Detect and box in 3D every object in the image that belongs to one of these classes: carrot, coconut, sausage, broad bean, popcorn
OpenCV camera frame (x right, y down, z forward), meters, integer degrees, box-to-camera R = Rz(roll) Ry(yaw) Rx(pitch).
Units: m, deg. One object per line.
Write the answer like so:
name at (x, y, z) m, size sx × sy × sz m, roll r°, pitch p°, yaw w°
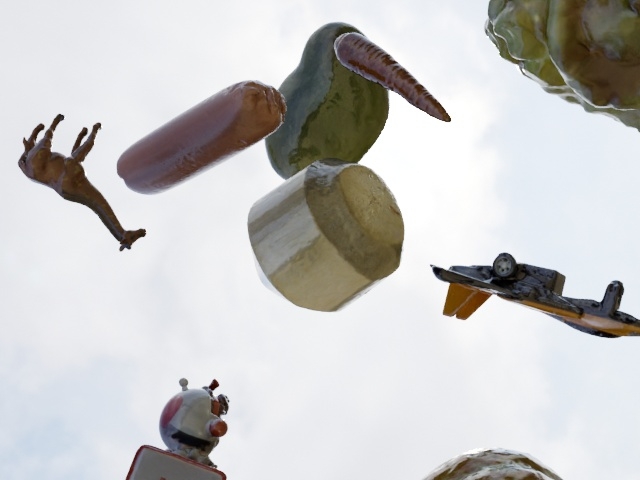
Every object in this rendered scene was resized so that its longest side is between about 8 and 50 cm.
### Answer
carrot at (0.094, -0.205, 1.293) m, size 0.048 × 0.216 × 0.048 m, roll -29°, pitch -39°, yaw -26°
coconut at (0.000, 0.000, 1.423) m, size 0.202 × 0.222 × 0.202 m, roll 32°, pitch -139°, yaw -32°
sausage at (-0.163, -0.134, 1.355) m, size 0.086 × 0.289 × 0.086 m, roll 25°, pitch -125°, yaw -42°
broad bean at (0.015, -0.206, 1.603) m, size 0.263 × 0.189 × 0.121 m, roll -65°, pitch -18°, yaw 1°
popcorn at (0.363, -0.276, 1.193) m, size 0.274 × 0.336 × 0.279 m, roll 90°, pitch -164°, yaw -76°

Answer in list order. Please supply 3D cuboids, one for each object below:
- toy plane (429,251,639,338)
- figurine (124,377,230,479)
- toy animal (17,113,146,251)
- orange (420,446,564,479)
toy plane at (0.328, 0.078, 1.465) m, size 0.204 × 0.316 × 0.102 m, roll 19°, pitch -102°, yaw -57°
figurine at (-0.234, 0.346, 1.817) m, size 0.226 × 0.160 × 0.183 m, roll -76°, pitch 10°, yaw -47°
toy animal at (-0.395, -0.097, 1.705) m, size 0.066 × 0.224 × 0.229 m, roll 117°, pitch 158°, yaw -57°
orange at (0.210, 0.413, 1.199) m, size 0.329 × 0.249 × 0.329 m, roll 167°, pitch 90°, yaw -89°
